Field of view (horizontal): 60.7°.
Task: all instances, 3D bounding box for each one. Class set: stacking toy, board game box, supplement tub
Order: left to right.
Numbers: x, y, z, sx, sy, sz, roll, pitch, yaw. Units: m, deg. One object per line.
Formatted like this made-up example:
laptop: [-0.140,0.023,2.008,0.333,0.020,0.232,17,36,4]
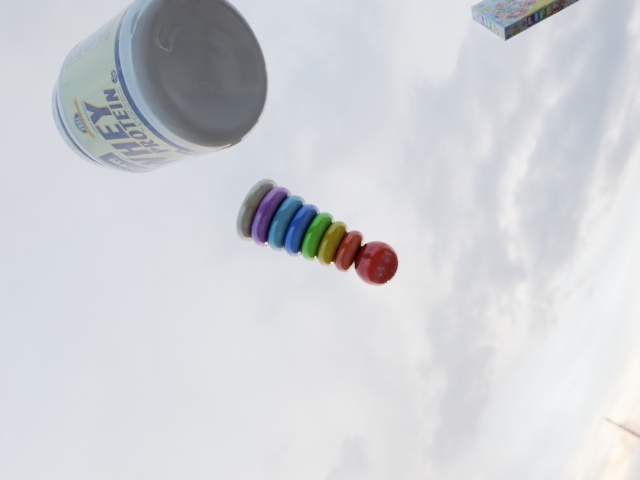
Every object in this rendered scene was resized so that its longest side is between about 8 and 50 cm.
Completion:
supplement tub: [-0.264,-0.235,0.864,0.235,0.324,0.236,5,-97,-45]
stacking toy: [0.000,0.000,1.099,0.141,0.330,0.141,-58,-14,-24]
board game box: [0.356,-0.412,0.947,0.154,0.103,0.026,-29,-43,-1]
